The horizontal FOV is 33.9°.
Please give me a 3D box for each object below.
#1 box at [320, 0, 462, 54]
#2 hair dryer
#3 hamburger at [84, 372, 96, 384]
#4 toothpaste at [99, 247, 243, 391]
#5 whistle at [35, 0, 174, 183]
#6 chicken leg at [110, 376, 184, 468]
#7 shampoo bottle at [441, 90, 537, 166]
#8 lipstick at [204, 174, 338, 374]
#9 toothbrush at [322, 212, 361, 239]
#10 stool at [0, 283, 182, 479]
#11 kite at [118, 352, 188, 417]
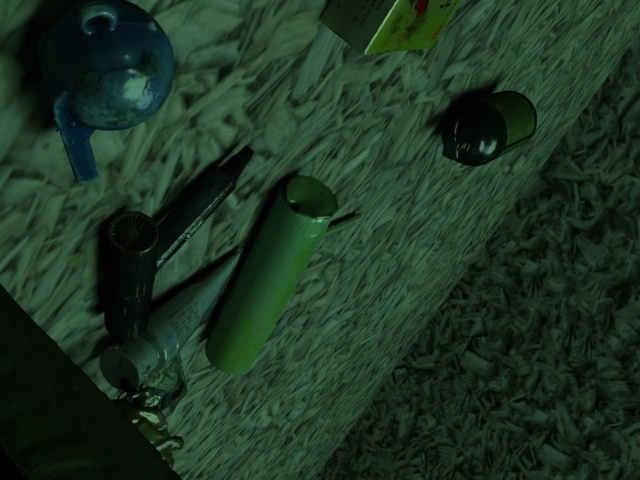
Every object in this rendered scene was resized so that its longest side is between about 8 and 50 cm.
[{"bbox_3d":[0.121,-0.301,0.999,0.260,0.062,0.175,-57,164,24],"label":"box"},{"bbox_3d":[-0.134,-0.008,1.011,0.195,0.050,0.173,-45,169,-33],"label":"hair dryer"},{"bbox_3d":[-0.276,0.160,0.976,0.121,0.054,0.084,-44,168,3],"label":"hamburger"},{"bbox_3d":[-0.156,0.088,1.173,0.234,0.057,0.089,-42,165,-53],"label":"toothpaste"},{"bbox_3d":[-0.134,-0.102,0.672,0.090,0.090,0.158,-45,165,-20],"label":"whistle"},{"bbox_3d":[-0.273,0.295,0.963,0.429,0.153,0.201,-49,140,-29],"label":"chicken leg"},{"bbox_3d":[0.257,-0.175,1.669,0.284,0.101,0.101,-27,153,-58],"label":"shampoo bottle"},{"bbox_3d":[-0.066,0.048,1.295,0.076,0.076,0.304,-34,159,-49],"label":"lipstick"},{"bbox_3d":[-0.004,-0.004,1.460,0.026,0.028,0.294,-56,170,25],"label":"toothbrush"},{"bbox_3d":[-0.254,0.180,0.582,0.226,0.310,0.310,-31,156,-43],"label":"stool"},{"bbox_3d":[-0.262,0.249,1.324,0.406,0.014,0.368,-56,165,22],"label":"kite"}]
